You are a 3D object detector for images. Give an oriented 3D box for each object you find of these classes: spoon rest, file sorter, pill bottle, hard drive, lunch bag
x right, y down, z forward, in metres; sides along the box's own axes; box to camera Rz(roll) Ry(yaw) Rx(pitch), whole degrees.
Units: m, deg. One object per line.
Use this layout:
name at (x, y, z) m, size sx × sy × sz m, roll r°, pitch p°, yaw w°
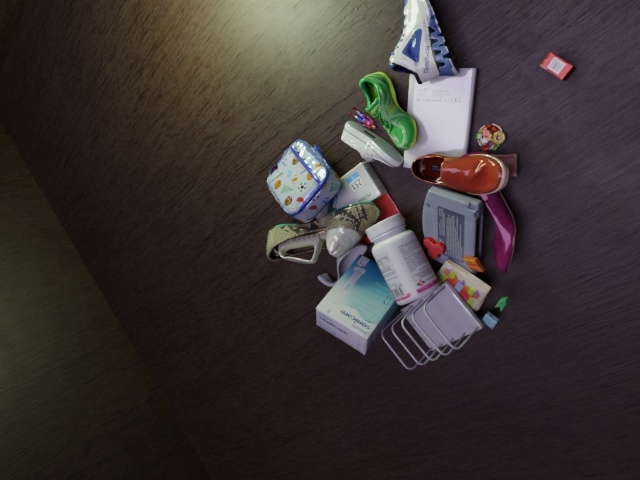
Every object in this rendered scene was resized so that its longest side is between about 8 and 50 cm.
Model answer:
spoon rest at (0.089, 0.099, 1.818) m, size 0.084 × 0.137 × 0.276 m, roll 58°, pitch 137°, yaw 18°
file sorter at (0.377, 0.308, 1.623) m, size 0.193 × 0.173 × 0.278 m, roll 52°, pitch 142°, yaw 7°
pill bottle at (0.275, 0.062, 1.593) m, size 0.160 × 0.160 × 0.283 m, roll -29°, pitch 85°, yaw 36°
hard drive at (0.383, -0.389, 1.512) m, size 0.210 × 0.040 × 0.319 m, roll 12°, pitch 111°, yaw 30°
lunch bag at (-0.067, -0.230, 1.723) m, size 0.243 × 0.115 × 0.303 m, roll -49°, pitch 46°, yaw 16°

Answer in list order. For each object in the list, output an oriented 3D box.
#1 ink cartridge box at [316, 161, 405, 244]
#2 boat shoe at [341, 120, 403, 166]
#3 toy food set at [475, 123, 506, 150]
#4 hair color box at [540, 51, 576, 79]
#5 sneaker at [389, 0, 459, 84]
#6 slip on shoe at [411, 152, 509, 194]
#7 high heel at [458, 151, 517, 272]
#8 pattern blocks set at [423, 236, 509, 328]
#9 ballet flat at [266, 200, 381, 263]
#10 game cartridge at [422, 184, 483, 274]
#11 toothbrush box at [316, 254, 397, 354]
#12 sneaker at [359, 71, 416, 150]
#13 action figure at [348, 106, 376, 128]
ink cartridge box at (0.129, -0.108, 1.753) m, size 0.296 × 0.066 × 0.261 m, roll -35°, pitch 84°, yaw 36°
boat shoe at (0.179, -0.323, 1.644) m, size 0.258 × 0.095 × 0.084 m, roll 44°, pitch 128°, yaw 25°
toy food set at (0.529, -0.322, 1.454) m, size 0.083 × 0.020 × 0.082 m, roll 52°, pitch 125°, yaw 7°
hair color box at (0.643, -0.469, 1.258) m, size 0.072 × 0.141 × 0.043 m, roll 41°, pitch 123°, yaw 15°
sneaker at (0.281, -0.615, 1.421) m, size 0.182 × 0.127 × 0.315 m, roll -21°, pitch 85°, yaw 27°
slip on shoe at (0.409, -0.203, 1.401) m, size 0.331 × 0.101 × 0.123 m, roll 22°, pitch 117°, yaw 50°
high heel at (0.519, -0.088, 1.467) m, size 0.181 × 0.127 × 0.377 m, roll 1°, pitch 92°, yaw 19°
pattern blocks set at (0.471, 0.152, 1.572) m, size 0.325 × 0.026 × 0.285 m, roll 32°, pitch 144°, yaw 32°
ballet flat at (0.000, 0.000, 1.719) m, size 0.483 × 0.182 × 0.164 m, roll -13°, pitch 141°, yaw 29°
game cartridge at (0.426, -0.035, 1.515) m, size 0.198 × 0.062 × 0.297 m, roll 32°, pitch 146°, yaw 40°
toothbrush box at (0.153, 0.226, 1.696) m, size 0.216 × 0.295 × 0.126 m, roll 28°, pitch 145°, yaw 22°
sneaker at (0.213, -0.418, 1.539) m, size 0.295 × 0.123 × 0.109 m, roll 63°, pitch 147°, yaw 13°
action figure at (0.152, -0.430, 1.656) m, size 0.115 × 0.030 × 0.038 m, roll 38°, pitch 117°, yaw 15°
